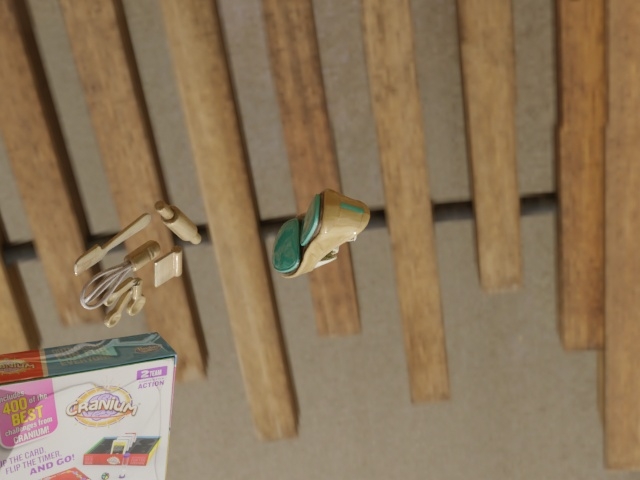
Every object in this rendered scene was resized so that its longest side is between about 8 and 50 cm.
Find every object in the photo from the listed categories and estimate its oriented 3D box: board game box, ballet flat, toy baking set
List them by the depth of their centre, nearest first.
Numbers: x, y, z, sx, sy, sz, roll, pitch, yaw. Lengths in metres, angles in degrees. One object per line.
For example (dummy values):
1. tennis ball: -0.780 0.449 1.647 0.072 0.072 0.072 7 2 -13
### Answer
1. board game box: -0.303 0.278 1.531 0.242 0.317 0.064 -6 -154 -30
2. ballet flat: 0.000 0.000 1.562 0.073 0.232 0.080 7 -106 -15
3. toy baking set: -0.255 0.033 1.807 0.030 0.256 0.197 34 -101 21
